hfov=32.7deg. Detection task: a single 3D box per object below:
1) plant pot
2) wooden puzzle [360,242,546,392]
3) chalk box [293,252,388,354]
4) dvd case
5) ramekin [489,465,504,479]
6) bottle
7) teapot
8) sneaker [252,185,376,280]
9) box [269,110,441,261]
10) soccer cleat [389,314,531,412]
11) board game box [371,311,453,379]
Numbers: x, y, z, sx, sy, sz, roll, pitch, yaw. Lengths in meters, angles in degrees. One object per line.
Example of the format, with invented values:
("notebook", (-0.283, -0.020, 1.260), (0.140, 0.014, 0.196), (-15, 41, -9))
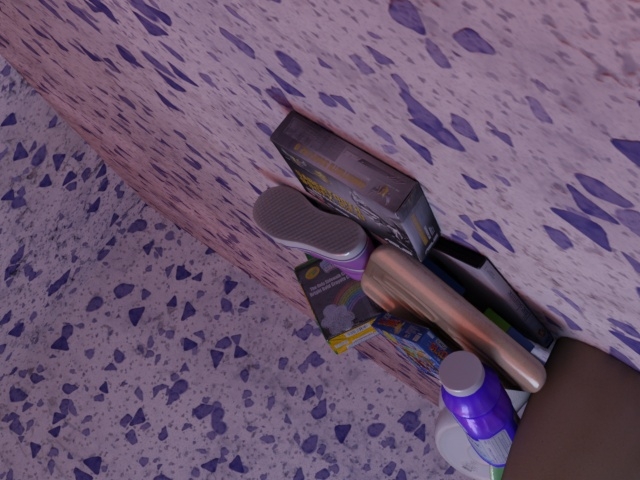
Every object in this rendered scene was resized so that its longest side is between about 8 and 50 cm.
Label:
("plant pot", (0.393, 0.333, 1.666), (0.256, 0.274, 0.256), (36, 172, 6))
("wooden puzzle", (0.215, 0.122, 1.779), (0.322, 0.080, 0.348), (39, 170, 4))
("chalk box", (0.037, 0.094, 2.157), (0.132, 0.132, 0.213), (60, -175, -69))
("dvd case", (0.244, 0.070, 1.702), (0.180, 0.022, 0.253), (27, 167, 47))
("ramekin", (0.466, 0.436, 1.955), (0.303, 0.148, 0.303), (30, 135, 36))
("bottle", (0.252, 0.261, 1.718), (0.118, 0.092, 0.283), (55, 180, 36))
("teapot", (0.381, 0.393, 2.358), (0.252, 0.187, 0.256), (-2, 130, 32))
("sneaker", (0.000, 0.001, 2.047), (0.282, 0.102, 0.161), (30, 172, 39))
("box", (0.053, -0.076, 1.570), (0.231, 0.056, 0.183), (32, 171, 25))
("soccer cleat", (0.241, 0.223, 2.031), (0.331, 0.143, 0.116), (30, -162, 35))
("board game box", (0.179, 0.191, 1.883), (0.136, 0.035, 0.201), (44, 170, -18))
